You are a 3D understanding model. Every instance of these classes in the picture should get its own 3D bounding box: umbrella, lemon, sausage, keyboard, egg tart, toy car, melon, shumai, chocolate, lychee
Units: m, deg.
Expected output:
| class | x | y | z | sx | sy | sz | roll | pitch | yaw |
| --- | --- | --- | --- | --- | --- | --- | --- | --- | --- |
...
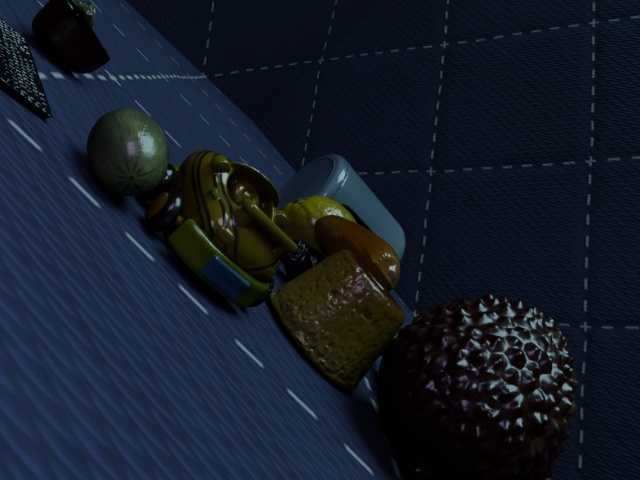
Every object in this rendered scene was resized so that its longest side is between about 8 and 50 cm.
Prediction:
| class | x | y | z | sx | sy | sz | roll | pitch | yaw |
| --- | --- | --- | --- | --- | --- | --- | --- | --- | --- |
| umbrella | 0.044 | 0.121 | 1.356 | 0.326 | 0.090 | 0.094 | 45 | 2 | -23 |
| lemon | 0.000 | 0.000 | 1.463 | 0.207 | 0.170 | 0.170 | 53 | 5 | -6 |
| sausage | 0.063 | 0.018 | 1.241 | 0.098 | 0.098 | 0.238 | 44 | -3 | -34 |
| keyboard | -0.396 | -0.236 | 0.893 | 0.087 | 0.017 | 0.250 | 44 | 8 | -44 |
| egg tart | 0.036 | 0.114 | 1.083 | 0.202 | 0.147 | 0.202 | 48 | 4 | -4 |
| toy car | -0.121 | -0.033 | 0.923 | 0.200 | 0.142 | 0.248 | 44 | 9 | -36 |
| melon | -0.231 | -0.106 | 0.838 | 0.098 | 0.098 | 0.131 | 43 | 6 | -38 |
| shumai | -0.504 | -0.457 | 1.415 | 0.080 | 0.082 | 0.083 | 3 | -3 | -30 |
| chocolate | -0.406 | -0.325 | 1.119 | 0.125 | 0.080 | 0.148 | 58 | -5 | -22 |
| lychee | 0.226 | 0.228 | 1.015 | 0.306 | 0.330 | 0.306 | 41 | -23 | 22 |

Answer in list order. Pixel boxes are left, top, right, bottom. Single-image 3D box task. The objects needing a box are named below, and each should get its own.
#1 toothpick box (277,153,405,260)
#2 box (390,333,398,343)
| class | x | y | z | sx | sy | sz | roll | pitch | yaw |
| --- | --- | --- | --- | --- | --- | --- | --- | --- | --- |
| toothpick box | 0.072 | -0.033 | 1.809 | 0.355 | 0.263 | 0.263 | 46 | 6 | -26 |
| box | 0.151 | 0.249 | 1.288 | 0.198 | 0.029 | 0.109 | -79 | 168 | -82 |
